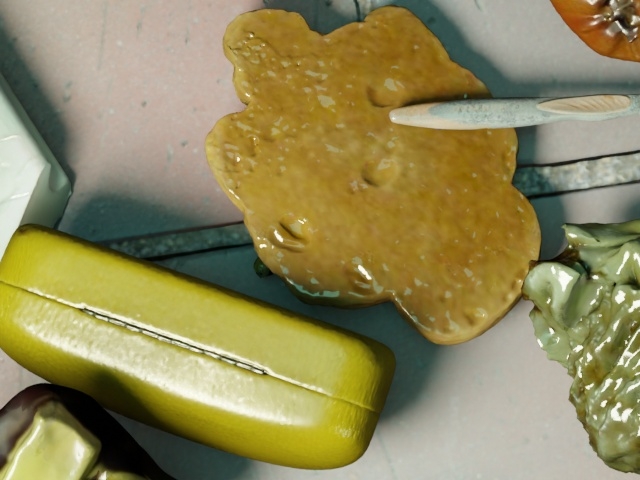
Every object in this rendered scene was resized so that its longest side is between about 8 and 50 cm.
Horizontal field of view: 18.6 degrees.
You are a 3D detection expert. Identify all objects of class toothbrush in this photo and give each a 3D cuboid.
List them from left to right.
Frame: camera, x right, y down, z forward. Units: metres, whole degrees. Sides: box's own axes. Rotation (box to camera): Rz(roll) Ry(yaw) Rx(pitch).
[{"bbox_3d":[0.250,-0.123,1.813,0.375,0.037,0.028,-3,73,-3],"label":"toothbrush"}]

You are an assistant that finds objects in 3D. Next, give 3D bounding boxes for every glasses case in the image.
[{"bbox_3d":[-0.122,0.106,1.773,0.371,0.173,0.141,19,86,8],"label":"glasses case"}]

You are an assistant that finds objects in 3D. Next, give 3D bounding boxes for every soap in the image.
[{"bbox_3d":[-0.361,-0.085,1.849,0.173,0.095,0.289,-33,83,2],"label":"soap"}]

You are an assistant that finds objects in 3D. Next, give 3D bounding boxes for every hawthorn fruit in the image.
[{"bbox_3d":[0.319,-0.273,1.785,0.196,0.196,0.225,34,64,7],"label":"hawthorn fruit"}]

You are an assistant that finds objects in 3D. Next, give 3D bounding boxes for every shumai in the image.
[{"bbox_3d":[0.301,0.070,1.764,0.218,0.189,0.256,37,105,24],"label":"shumai"}]

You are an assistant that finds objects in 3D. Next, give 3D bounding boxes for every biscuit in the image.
[{"bbox_3d":[0.044,-0.067,1.820,0.269,0.051,0.376,-39,83,-14],"label":"biscuit"}]

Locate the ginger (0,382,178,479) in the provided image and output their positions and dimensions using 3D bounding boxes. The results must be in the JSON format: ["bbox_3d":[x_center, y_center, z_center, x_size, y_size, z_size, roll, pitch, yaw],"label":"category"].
[{"bbox_3d":[-0.223,0.333,1.617,0.358,0.211,0.413,-20,122,-14],"label":"ginger"}]

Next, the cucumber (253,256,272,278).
[{"bbox_3d":[0.000,0.001,1.843,0.135,0.034,0.033,-20,71,-9],"label":"cucumber"}]
